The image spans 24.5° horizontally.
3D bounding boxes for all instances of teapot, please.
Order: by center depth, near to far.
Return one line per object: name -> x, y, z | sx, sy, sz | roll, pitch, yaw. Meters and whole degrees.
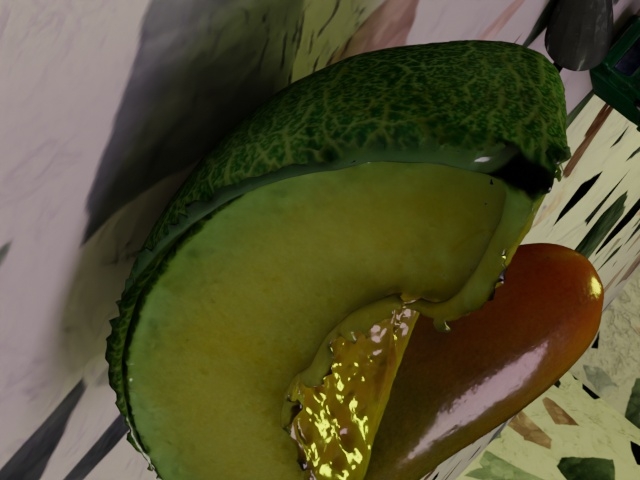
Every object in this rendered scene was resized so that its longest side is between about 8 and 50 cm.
teapot -> 0.162, -0.146, 0.894 | 0.043, 0.043, 0.111 | -47, 164, -15

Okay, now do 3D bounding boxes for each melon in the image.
melon -> 0.000, 0.000, 0.619 | 0.169, 0.129, 0.265 | -69, -178, -50

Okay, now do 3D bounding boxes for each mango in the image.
mango -> 0.114, 0.103, 1.211 | 0.289, 0.129, 0.146 | -39, 173, -27

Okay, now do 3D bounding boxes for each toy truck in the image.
toy truck -> 0.264, -0.131, 1.179 | 0.065, 0.079, 0.147 | -50, 167, 4
